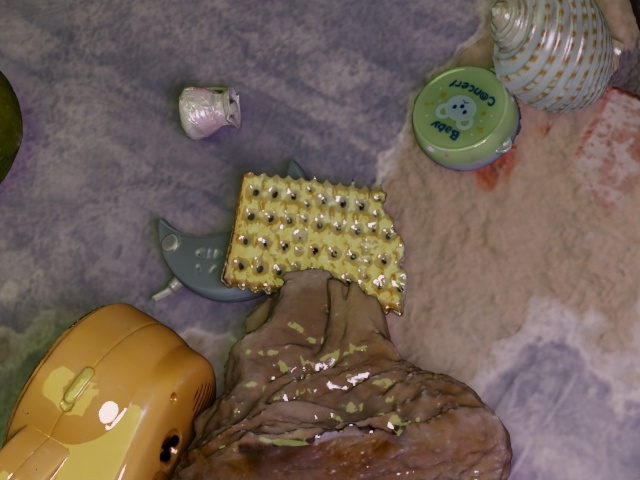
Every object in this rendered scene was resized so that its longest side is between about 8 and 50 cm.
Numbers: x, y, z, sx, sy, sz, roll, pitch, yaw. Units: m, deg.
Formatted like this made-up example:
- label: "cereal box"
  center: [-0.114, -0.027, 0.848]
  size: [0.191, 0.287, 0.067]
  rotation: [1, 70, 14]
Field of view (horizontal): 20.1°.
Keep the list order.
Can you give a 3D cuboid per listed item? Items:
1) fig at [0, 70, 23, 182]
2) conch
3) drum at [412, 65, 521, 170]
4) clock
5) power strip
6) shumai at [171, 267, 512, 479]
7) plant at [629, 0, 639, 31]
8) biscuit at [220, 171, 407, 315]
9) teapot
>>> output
- label: "fig"
  center: [-0.472, -0.151, 2.143]
  size: [0.203, 0.235, 0.203]
  rotation: [-7, 66, 16]
- label: "conch"
  center: [0.246, -0.206, 1.893]
  size: [0.153, 0.102, 0.135]
  rotation: [22, 89, -1]
- label: "drum"
  center: [0.184, -0.191, 1.975]
  size: [0.130, 0.049, 0.253]
  rotation: [15, 70, 28]
- label: "clock"
  center: [-0.232, 0.228, 1.872]
  size: [0.200, 0.244, 0.317]
  rotation: [27, 76, 15]
- label: "power strip"
  center: [-0.099, 0.005, 2.017]
  size: [0.216, 0.044, 0.137]
  rotation: [-25, 61, 12]
- label: "shumai"
  center: [0.011, 0.190, 1.846]
  size: [0.346, 0.217, 0.283]
  rotation: [-18, 33, 6]
- label: "plant"
  center: [0.399, -0.211, 1.830]
  size: [0.146, 0.149, 0.274]
  rotation: [-19, 64, 16]
- label: "biscuit"
  center: [0.000, 0.000, 1.952]
  size: [0.203, 0.016, 0.144]
  rotation: [7, 77, 9]
- label: "teapot"
  center: [-0.126, -0.156, 2.096]
  size: [0.064, 0.064, 0.083]
  rotation: [-8, 33, 13]
